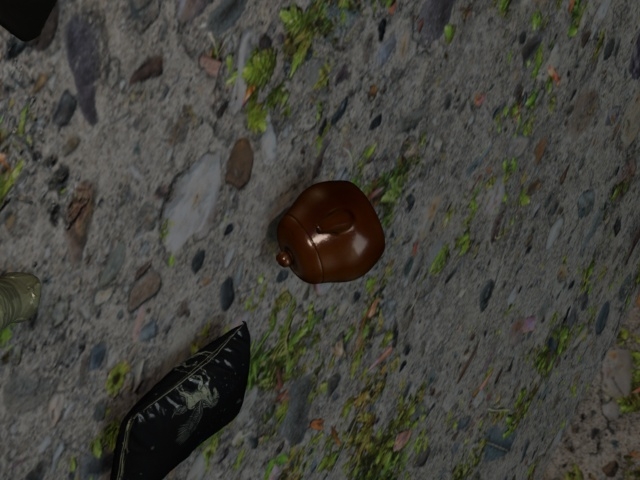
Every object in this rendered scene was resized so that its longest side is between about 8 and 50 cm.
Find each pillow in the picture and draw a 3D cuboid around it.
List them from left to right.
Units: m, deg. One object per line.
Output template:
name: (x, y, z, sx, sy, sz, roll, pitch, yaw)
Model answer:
pillow: (-0.140, 0.176, 1.926, 0.208, 0.055, 0.141, -38, 153, -45)

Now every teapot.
teapot: (-0.268, 0.055, 1.550, 0.067, 0.057, 0.083, -34, 174, 27)
teapot: (0.000, 0.000, 2.001, 0.116, 0.116, 0.173, -57, -178, -19)

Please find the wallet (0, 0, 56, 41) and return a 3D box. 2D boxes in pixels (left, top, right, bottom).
wallet: (-0.241, -0.235, 1.360, 0.124, 0.025, 0.244, -64, 158, -4)
